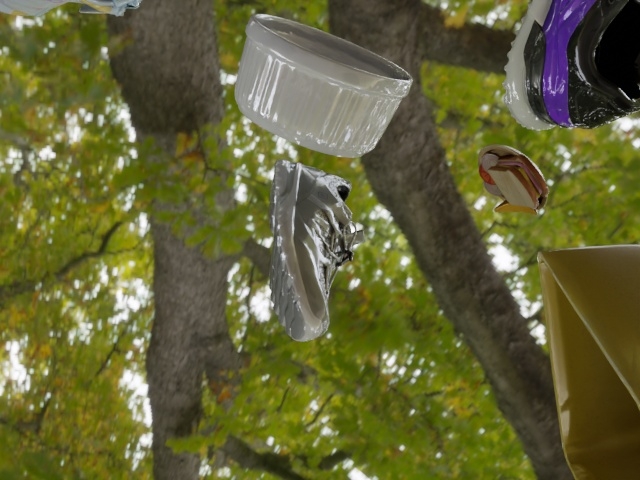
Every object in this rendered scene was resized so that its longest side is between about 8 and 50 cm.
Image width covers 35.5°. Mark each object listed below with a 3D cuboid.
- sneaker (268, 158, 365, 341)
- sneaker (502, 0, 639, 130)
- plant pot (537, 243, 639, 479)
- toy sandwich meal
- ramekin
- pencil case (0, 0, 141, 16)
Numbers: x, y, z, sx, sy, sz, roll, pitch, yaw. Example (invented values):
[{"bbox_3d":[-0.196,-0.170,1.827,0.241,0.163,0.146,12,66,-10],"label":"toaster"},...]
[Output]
[{"bbox_3d":[0.000,0.000,1.183,0.115,0.105,0.281,3,-136,-7],"label":"sneaker"},{"bbox_3d":[0.252,-0.232,0.825,0.102,0.146,0.293,6,-85,-32],"label":"sneaker"},{"bbox_3d":[0.288,0.121,0.716,0.187,0.212,0.212,-14,-152,1],"label":"plant pot"},{"bbox_3d":[0.172,-0.052,0.910,0.085,0.085,0.029,41,-113,12],"label":"toy sandwich meal"},{"bbox_3d":[-0.004,-0.181,1.190,0.207,0.109,0.207,20,-162,-7],"label":"ramekin"},{"bbox_3d":[-0.268,-0.288,1.009,0.113,0.124,0.273,-47,-146,-20],"label":"pencil case"}]
